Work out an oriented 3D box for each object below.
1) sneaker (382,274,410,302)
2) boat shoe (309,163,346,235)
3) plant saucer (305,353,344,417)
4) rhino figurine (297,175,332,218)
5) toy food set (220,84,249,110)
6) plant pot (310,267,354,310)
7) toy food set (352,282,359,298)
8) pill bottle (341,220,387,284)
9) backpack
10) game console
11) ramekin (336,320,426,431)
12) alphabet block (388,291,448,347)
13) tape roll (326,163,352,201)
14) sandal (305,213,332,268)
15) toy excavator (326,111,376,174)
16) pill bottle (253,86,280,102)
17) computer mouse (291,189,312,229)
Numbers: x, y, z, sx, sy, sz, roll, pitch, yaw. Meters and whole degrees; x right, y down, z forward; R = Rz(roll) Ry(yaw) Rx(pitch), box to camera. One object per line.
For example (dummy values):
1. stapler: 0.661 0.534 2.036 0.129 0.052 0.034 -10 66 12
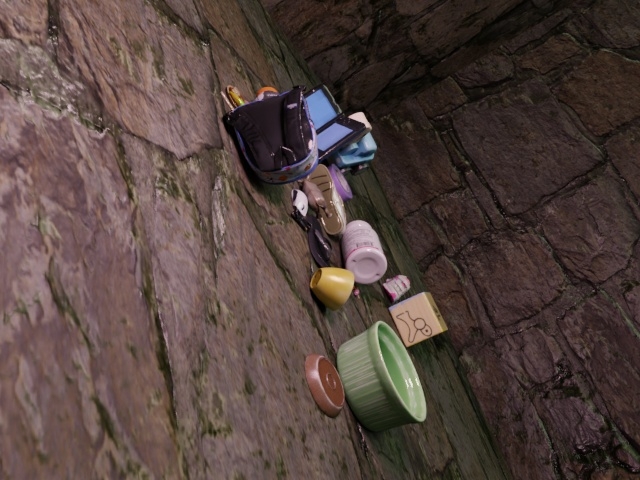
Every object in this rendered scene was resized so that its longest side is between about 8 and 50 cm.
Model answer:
1. sneaker: 0.383 0.224 2.397 0.102 0.111 0.252 60 17 -6
2. boat shoe: 0.030 -0.160 1.983 0.103 0.113 0.301 17 58 -69
3. plant saucer: 0.017 0.363 1.233 0.168 0.029 0.168 53 17 -25
4. rhino figurine: -0.032 -0.179 1.861 0.106 0.073 0.243 58 2 -40
5. toy food set: -0.277 -0.488 1.693 0.132 0.039 0.192 56 17 -18
6. plant pot: 0.025 0.135 1.483 0.095 0.134 0.134 27 29 -19
7. toy food set: 0.124 0.175 1.865 0.122 0.019 0.077 45 23 -44
8. pill bottle: 0.167 0.038 1.949 0.160 0.161 0.283 54 14 -24
9. backpack: -0.130 -0.305 1.510 0.213 0.277 0.263 59 14 -63
10. game console: -0.003 -0.494 2.025 0.250 0.293 0.173 35 -23 44
11. ramekin: 0.173 0.404 1.418 0.303 0.148 0.303 53 19 -27
12. alphabet block: 0.455 0.366 2.253 0.193 0.193 0.197 14 51 -66
13. tape roll: 0.072 -0.265 2.310 0.189 0.080 0.189 54 18 -27
14. sandal: -0.001 -0.001 1.711 0.097 0.055 0.254 43 25 -47
15. toy excavator: 0.166 -0.501 2.413 0.433 0.445 0.222 -19 80 -43
16. pill bottle: -0.178 -0.459 1.785 0.130 0.131 0.245 42 25 -50
17. computer mouse: -0.069 -0.125 1.729 0.106 0.042 0.192 48 22 -37
